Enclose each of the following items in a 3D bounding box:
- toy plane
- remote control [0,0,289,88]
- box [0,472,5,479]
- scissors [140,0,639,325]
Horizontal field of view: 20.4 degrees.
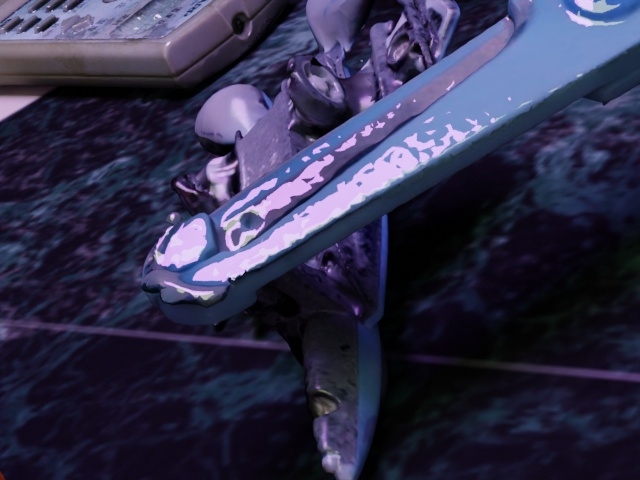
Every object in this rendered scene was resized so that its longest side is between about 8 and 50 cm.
[{"bbox_3d":[-0.006,-0.004,0.658,0.169,0.078,0.246,-43,23,27],"label":"toy plane"},{"bbox_3d":[-0.124,-0.121,1.000,0.233,0.038,0.098,7,42,44],"label":"remote control"},{"bbox_3d":[-0.302,0.060,0.499,0.318,0.349,0.257,-37,30,-23],"label":"box"},{"bbox_3d":[0.110,-0.077,0.614,0.393,0.032,0.180,-32,45,-13],"label":"scissors"}]
